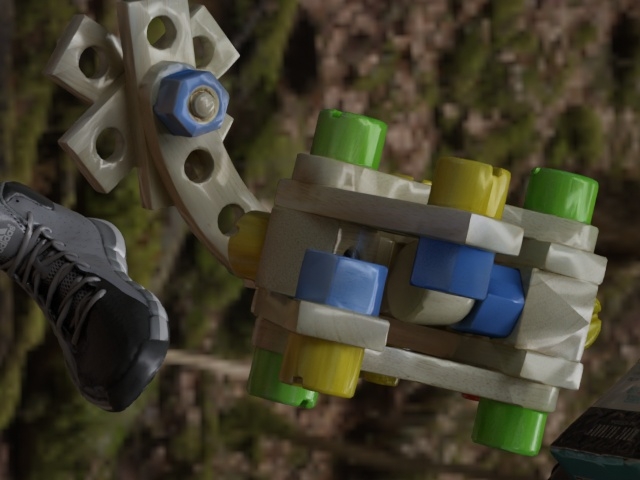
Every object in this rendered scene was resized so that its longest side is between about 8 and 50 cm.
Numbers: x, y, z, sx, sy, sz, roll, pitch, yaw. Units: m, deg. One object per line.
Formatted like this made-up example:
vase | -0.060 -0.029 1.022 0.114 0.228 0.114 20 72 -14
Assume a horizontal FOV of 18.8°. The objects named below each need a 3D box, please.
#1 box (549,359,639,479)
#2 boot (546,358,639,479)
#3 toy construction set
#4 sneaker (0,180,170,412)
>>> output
box | 0.230 0.045 0.926 0.060 0.244 0.100 52 -15 -9
boot | 0.259 0.209 1.415 0.091 0.229 0.263 21 19 -37
toy construction set | 0.000 0.000 0.866 0.215 0.327 0.151 13 103 -36
sneaker | -0.190 0.029 1.328 0.132 0.086 0.229 33 10 -29
